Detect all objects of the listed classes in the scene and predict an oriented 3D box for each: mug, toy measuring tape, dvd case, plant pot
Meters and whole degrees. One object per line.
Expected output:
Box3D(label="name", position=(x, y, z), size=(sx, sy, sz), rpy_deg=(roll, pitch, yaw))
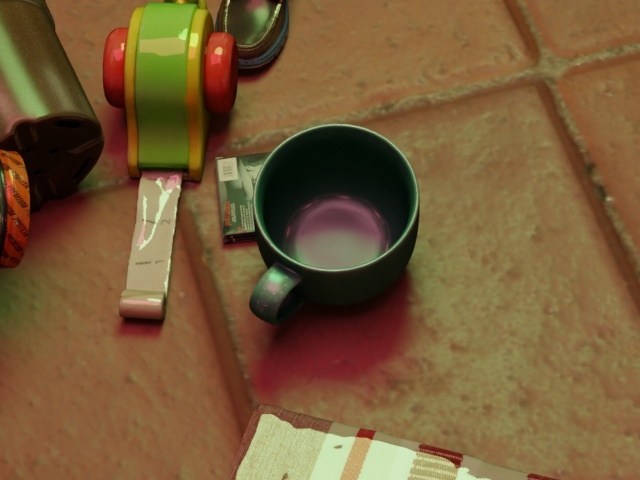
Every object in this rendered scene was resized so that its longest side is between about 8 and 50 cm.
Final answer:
Box3D(label="mug", position=(0.000, -0.009, 1.550), size=(0.157, 0.097, 0.129), rpy_deg=(-22, 68, -8))
Box3D(label="toy measuring tape", position=(-0.132, -0.096, 1.622), size=(0.121, 0.121, 0.330), rpy_deg=(2, 53, 5))
Box3D(label="dvd case", position=(-0.026, -0.040, 1.636), size=(0.119, 0.013, 0.087), rpy_deg=(-6, 52, -3))
Box3D(label="plant pot", position=(-0.271, -0.119, 1.629), size=(0.167, 0.167, 0.165), rpy_deg=(-25, 63, -15))

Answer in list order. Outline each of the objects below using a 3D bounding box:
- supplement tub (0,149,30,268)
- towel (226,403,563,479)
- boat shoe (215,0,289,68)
Box3D(label="supplement tub", position=(-0.323, -0.024, 1.483), size=(0.190, 0.117, 0.117), rpy_deg=(1, 49, -24))
Box3D(label="towel", position=(0.073, 0.251, 1.394), size=(0.329, 0.037, 0.237), rpy_deg=(14, 52, 11))
Box3D(label="boat shoe", position=(-0.058, -0.235, 1.754), size=(0.066, 0.066, 0.183), rpy_deg=(4, 53, 7))
